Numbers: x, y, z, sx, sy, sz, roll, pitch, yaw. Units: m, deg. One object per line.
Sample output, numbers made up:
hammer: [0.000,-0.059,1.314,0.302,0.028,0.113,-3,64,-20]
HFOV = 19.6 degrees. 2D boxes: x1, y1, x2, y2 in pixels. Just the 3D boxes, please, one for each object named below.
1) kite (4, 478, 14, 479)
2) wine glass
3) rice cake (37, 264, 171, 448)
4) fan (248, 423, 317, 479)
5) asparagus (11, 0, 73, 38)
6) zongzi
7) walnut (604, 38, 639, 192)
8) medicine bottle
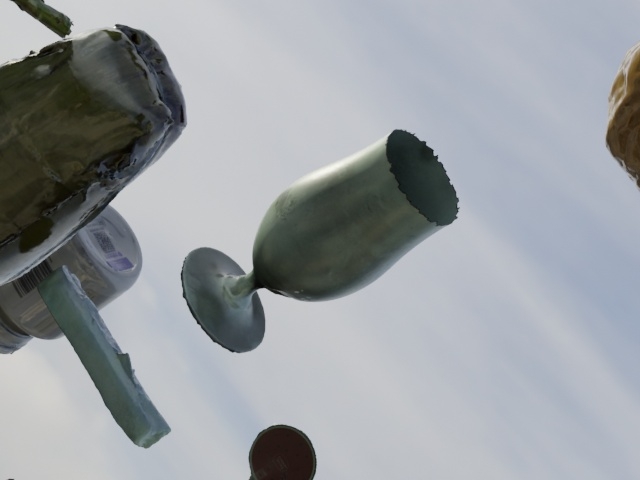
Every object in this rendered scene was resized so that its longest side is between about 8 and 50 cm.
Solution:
kite: [-0.342,0.257,1.910,0.004,0.090,0.122,13,-74,24]
wine glass: [0.000,0.000,1.330,0.202,0.093,0.093,-32,-80,32]
rice cake: [-0.182,0.096,1.568,0.180,0.042,0.030,55,12,24]
fan: [-0.062,0.265,2.123,0.085,0.133,0.005,58,18,10]
asparagus: [-0.375,-0.304,2.278,0.165,0.030,0.036,35,17,1]
zongzi: [-0.249,-0.063,1.684,0.160,0.323,0.360,61,7,5]
walnut: [0.485,-0.158,2.128,0.306,0.306,0.344,48,-55,4]
medicine bottle: [-0.336,0.050,2.293,0.215,0.135,0.135,-34,-82,26]
